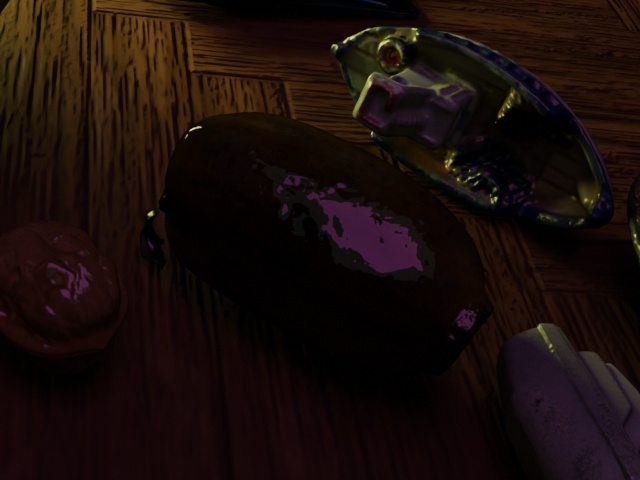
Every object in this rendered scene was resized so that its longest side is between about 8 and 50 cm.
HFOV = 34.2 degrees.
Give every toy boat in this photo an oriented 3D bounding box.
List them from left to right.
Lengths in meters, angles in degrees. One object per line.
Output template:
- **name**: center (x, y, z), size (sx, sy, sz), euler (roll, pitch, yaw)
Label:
- **toy boat**: center (0.113, -0.088, 0.816), size (0.262, 0.114, 0.115), euler (29, 29, 9)
- **toy boat**: center (0.176, 0.156, 0.591), size (0.085, 0.078, 0.260), euler (-11, 44, -9)

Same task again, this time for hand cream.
- **hand cream**: center (-0.034, -0.265, 1.023), size (0.270, 0.061, 0.120), euler (-5, 46, -30)

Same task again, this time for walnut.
- **walnut**: center (-0.155, 0.033, 0.619), size (0.082, 0.079, 0.096), euler (-24, 54, -36)

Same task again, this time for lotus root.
- **lotus root**: center (0.000, 0.000, 0.675), size (0.241, 0.124, 0.123), euler (29, 52, 15)

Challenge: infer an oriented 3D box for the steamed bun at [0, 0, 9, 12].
- **steamed bun**: center (-0.352, -0.253, 0.704), size (0.334, 0.334, 0.374), euler (17, 39, 0)

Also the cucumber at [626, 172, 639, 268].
- **cucumber**: center (0.315, 0.069, 0.725), size (0.145, 0.105, 0.325), euler (-24, 49, -4)
